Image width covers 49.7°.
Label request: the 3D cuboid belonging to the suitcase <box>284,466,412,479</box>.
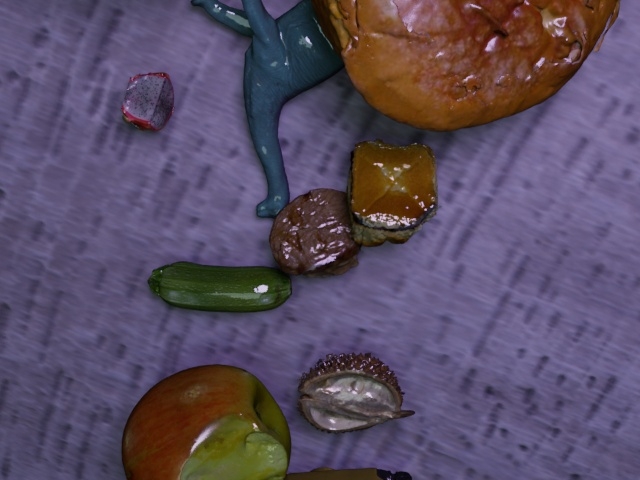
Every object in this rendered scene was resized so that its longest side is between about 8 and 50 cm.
[{"bbox_3d":[0.035,0.465,1.097,0.234,0.143,0.194,-5,107,7],"label":"suitcase"}]

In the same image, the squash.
[{"bbox_3d":[-0.152,0.070,1.034,0.219,0.077,0.068,5,148,7],"label":"squash"}]

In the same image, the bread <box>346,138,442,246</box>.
[{"bbox_3d":[0.099,-0.064,0.938,0.127,0.069,0.140,-1,70,2],"label":"bread"}]

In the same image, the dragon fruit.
[{"bbox_3d":[-0.242,-0.193,0.973,0.056,0.060,0.083,10,81,10],"label":"dragon fruit"}]

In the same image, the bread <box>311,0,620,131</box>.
[{"bbox_3d":[0.161,-0.309,0.774,0.358,0.204,0.337,-16,121,-12],"label":"bread"}]

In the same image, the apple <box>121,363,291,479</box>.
[{"bbox_3d":[-0.161,0.308,1.020,0.226,0.246,0.246,-24,103,4],"label":"apple"}]

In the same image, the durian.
[{"bbox_3d":[0.057,0.225,1.050,0.188,0.091,0.149,20,121,-3],"label":"durian"}]

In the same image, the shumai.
[{"bbox_3d":[-0.006,0.001,0.992,0.123,0.139,0.105,47,142,20],"label":"shumai"}]

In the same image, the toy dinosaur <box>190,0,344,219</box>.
[{"bbox_3d":[0.016,-0.230,0.923,0.383,0.129,0.331,-24,114,12],"label":"toy dinosaur"}]
